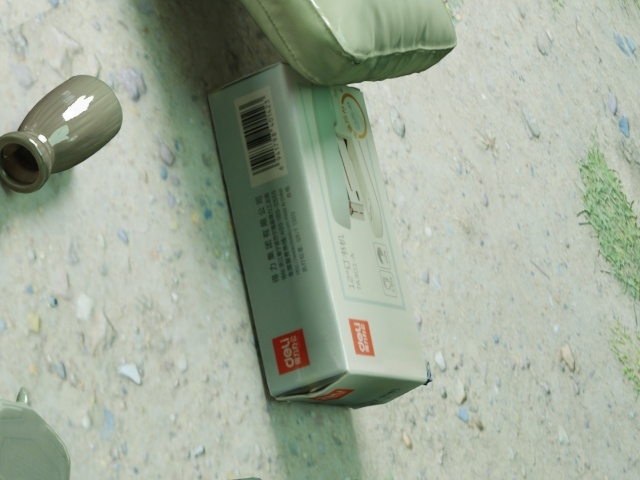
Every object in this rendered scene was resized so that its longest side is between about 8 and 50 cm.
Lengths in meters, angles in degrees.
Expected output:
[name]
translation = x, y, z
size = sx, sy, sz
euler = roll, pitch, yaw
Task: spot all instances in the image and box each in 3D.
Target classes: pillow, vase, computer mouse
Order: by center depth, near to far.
[computer mouse]
translation = -0.190, 0.163, 1.114
size = 0.089, 0.056, 0.182
euler = 44, 29, -41
[vase]
translation = -0.180, -0.071, 1.286
size = 0.053, 0.053, 0.101
euler = 62, 34, -14
[pillow]
translation = -0.032, -0.266, 1.545
size = 0.322, 0.120, 0.255
euler = 55, 23, 7

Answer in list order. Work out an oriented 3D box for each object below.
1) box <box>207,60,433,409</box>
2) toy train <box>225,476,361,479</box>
[box]
translation = 0.000, 0.000, 1.524
size = 0.135, 0.079, 0.269
euler = 13, 61, -57
[toy train]
translation = -0.019, 0.313, 1.210
size = 0.429, 0.178, 0.249
euler = 47, 47, -36
